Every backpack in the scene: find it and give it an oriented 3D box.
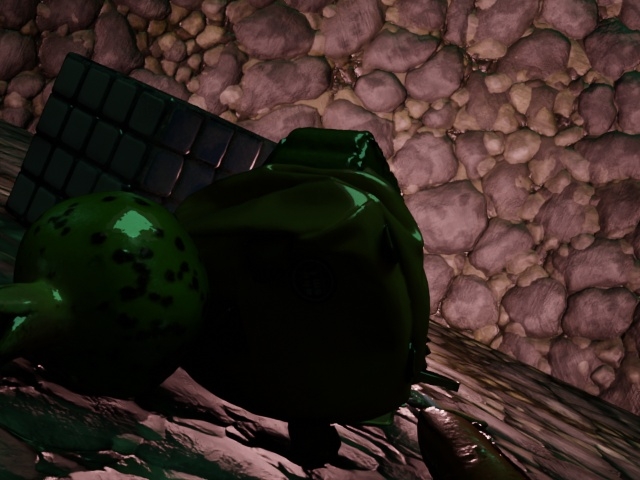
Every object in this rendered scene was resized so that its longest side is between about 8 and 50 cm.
[{"bbox_3d":[-0.045,0.083,1.217,0.378,0.354,0.201,-8,12,30],"label":"backpack"}]

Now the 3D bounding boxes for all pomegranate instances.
[{"bbox_3d":[-0.253,0.083,1.071,0.230,0.231,0.286,26,46,18],"label":"pomegranate"}]

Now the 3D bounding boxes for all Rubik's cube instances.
[{"bbox_3d":[-0.331,-0.116,1.862,0.343,0.337,0.344,28,5,40],"label":"Rubik's cube"}]

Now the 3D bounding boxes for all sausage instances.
[{"bbox_3d":[0.196,0.302,1.279,0.102,0.102,0.330,23,5,-12],"label":"sausage"}]

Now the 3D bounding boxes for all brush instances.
[{"bbox_3d":[0.235,0.313,1.812,0.196,0.021,0.070,22,7,-24],"label":"brush"}]

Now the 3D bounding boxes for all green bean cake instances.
[{"bbox_3d":[0.000,0.000,1.725,0.218,0.319,0.335,8,-36,25],"label":"green bean cake"}]

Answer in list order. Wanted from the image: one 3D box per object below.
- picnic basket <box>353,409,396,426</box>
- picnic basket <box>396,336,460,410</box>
[{"bbox_3d":[0.063,0.191,1.464,0.115,0.164,0.079,18,-1,-43],"label":"picnic basket"},{"bbox_3d":[0.150,0.223,1.666,0.178,0.138,0.128,20,2,24],"label":"picnic basket"}]
